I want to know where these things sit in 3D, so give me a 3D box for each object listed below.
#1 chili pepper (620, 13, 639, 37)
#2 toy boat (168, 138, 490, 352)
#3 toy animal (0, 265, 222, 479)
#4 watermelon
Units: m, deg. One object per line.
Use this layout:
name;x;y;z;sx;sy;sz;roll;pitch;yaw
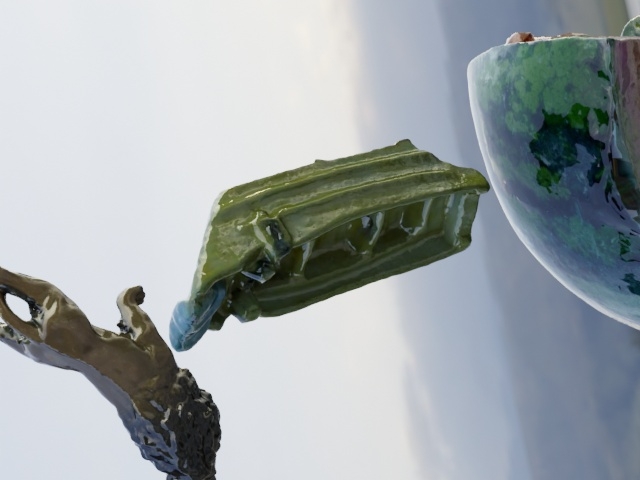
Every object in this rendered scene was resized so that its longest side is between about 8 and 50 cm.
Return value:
chili pepper;0.364;-0.173;1.891;0.204;0.073;0.072;8;-136;-50
toy boat;-0.004;-0.004;1.460;0.084;0.276;0.111;54;148;27
toy animal;-0.135;0.058;1.125;0.219;0.069;0.086;36;-159;1
watermelon;0.238;-0.043;1.607;0.319;0.222;0.292;-21;-70;-54
